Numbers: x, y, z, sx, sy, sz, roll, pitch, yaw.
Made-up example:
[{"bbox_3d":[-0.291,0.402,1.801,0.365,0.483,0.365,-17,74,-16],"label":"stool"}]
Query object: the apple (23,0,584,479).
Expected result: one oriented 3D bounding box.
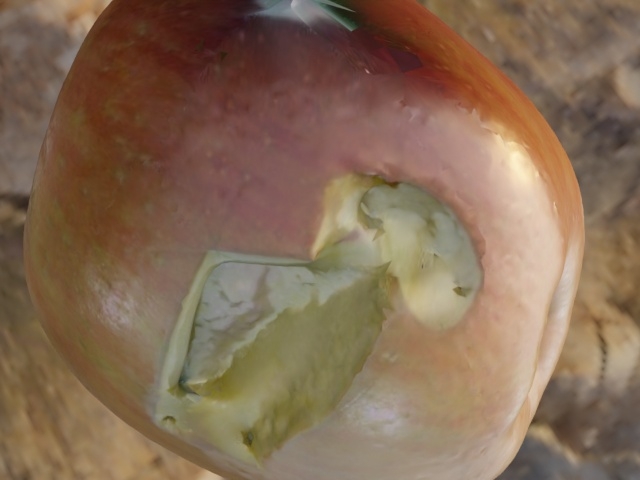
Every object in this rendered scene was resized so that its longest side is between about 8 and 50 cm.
[{"bbox_3d":[0.000,0.000,0.616,0.199,0.199,0.199,-22,147,-15],"label":"apple"}]
